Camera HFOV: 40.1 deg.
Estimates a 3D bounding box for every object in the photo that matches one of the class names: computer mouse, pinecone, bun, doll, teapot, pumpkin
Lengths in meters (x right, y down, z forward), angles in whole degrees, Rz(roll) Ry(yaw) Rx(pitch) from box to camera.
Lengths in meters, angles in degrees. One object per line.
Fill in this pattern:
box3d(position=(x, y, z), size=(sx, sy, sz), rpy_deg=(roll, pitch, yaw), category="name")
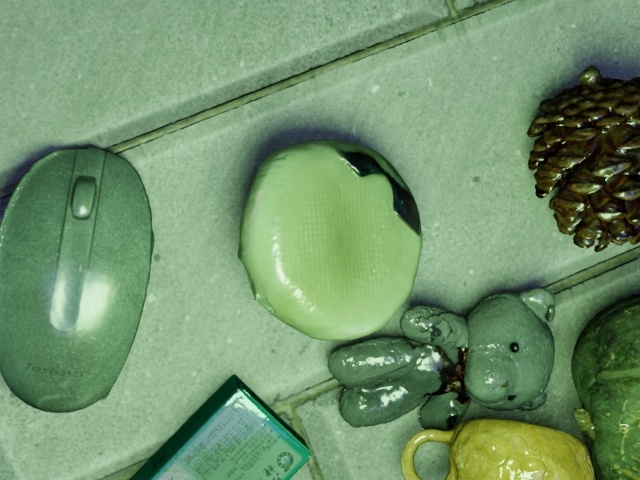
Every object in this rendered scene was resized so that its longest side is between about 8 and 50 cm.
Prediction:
box3d(position=(-0.334, 0.057, 1.188), size=(0.203, 0.114, 0.374), rpy_deg=(6, 94, -10), category="computer mouse")
box3d(position=(0.408, -0.115, 1.255), size=(0.224, 0.224, 0.272), rpy_deg=(-15, 110, -8), category="pinecone")
box3d(position=(0.000, 0.000, 1.222), size=(0.283, 0.179, 0.283), rpy_deg=(1, 89, -30), category="bun")
box3d(position=(0.190, 0.198, 1.275), size=(0.340, 0.158, 0.246), rpy_deg=(-13, 119, -11), category="doll")
box3d(position=(0.266, 0.351, 1.246), size=(0.311, 0.203, 0.167), rpy_deg=(8, 70, 11), category="teapot")
box3d(position=(0.499, 0.237, 1.271), size=(0.257, 0.291, 0.327), rpy_deg=(-11, 84, 12), category="pumpkin")

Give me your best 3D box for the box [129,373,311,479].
box3d(position=(-0.152, 0.336, 1.261), size=(0.245, 0.092, 0.153), rpy_deg=(-45, 100, -4), category="box")
